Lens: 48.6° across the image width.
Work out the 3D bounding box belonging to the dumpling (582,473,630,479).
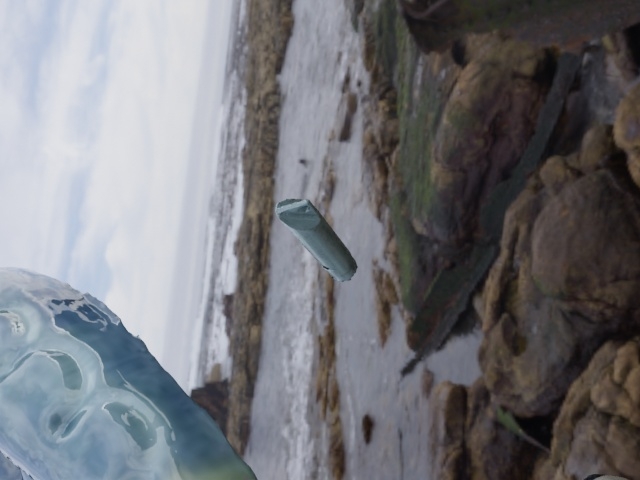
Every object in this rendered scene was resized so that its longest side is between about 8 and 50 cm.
[{"bbox_3d":[0.676,0.598,1.551,0.204,0.292,0.164,138,144,-59],"label":"dumpling"}]

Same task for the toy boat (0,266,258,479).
[{"bbox_3d":[-0.167,0.141,0.420,0.329,0.123,0.215,32,135,32],"label":"toy boat"}]

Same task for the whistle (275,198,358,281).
[{"bbox_3d":[0.000,0.000,1.258,0.312,0.062,0.062,51,-141,-63],"label":"whistle"}]
